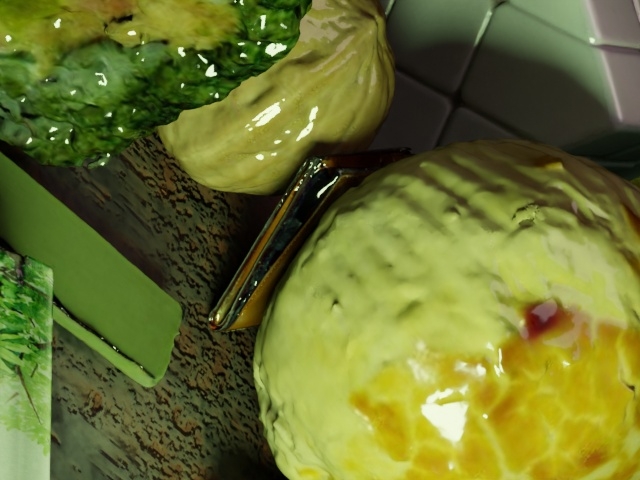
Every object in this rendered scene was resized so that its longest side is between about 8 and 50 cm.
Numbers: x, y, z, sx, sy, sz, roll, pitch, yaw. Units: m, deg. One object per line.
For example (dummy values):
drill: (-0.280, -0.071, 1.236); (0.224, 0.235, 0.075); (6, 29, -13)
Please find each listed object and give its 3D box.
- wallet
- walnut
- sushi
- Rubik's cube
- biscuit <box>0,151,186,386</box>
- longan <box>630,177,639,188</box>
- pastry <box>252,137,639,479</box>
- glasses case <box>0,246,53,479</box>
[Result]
wallet: (-0.001, -0.002, 1.680); (0.161, 0.195, 0.042); (-6, 49, -52)
walnut: (-0.043, -0.151, 1.667); (0.228, 0.228, 0.228); (29, 50, -40)
sushi: (-0.181, -0.223, 1.427); (0.294, 0.352, 0.178); (38, 47, -32)
Rubik's cube: (0.192, -0.201, 1.901); (0.316, 0.322, 0.318); (-4, 75, -54)
biscuit: (-0.231, 0.000, 1.503); (0.322, 0.038, 0.099); (41, 39, -29)
longan: (0.354, -0.096, 2.229); (0.145, 0.176, 0.155); (35, 53, 26)
pastry: (0.142, 0.106, 1.627); (0.389, 0.388, 0.312); (1, 42, -51)
glasses case: (-0.238, 0.147, 1.363); (0.062, 0.095, 0.272); (26, 52, -43)
